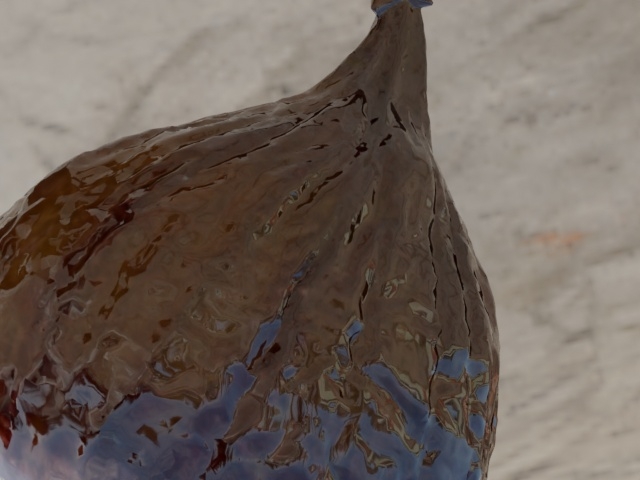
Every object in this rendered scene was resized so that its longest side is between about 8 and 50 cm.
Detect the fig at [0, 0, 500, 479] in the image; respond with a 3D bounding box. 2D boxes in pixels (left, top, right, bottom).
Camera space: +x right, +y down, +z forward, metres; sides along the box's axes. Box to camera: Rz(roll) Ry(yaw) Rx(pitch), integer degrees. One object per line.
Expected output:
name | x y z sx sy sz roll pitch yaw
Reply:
fig | 0.000 0.000 0.492 0.134 0.201 0.146 20 161 33
